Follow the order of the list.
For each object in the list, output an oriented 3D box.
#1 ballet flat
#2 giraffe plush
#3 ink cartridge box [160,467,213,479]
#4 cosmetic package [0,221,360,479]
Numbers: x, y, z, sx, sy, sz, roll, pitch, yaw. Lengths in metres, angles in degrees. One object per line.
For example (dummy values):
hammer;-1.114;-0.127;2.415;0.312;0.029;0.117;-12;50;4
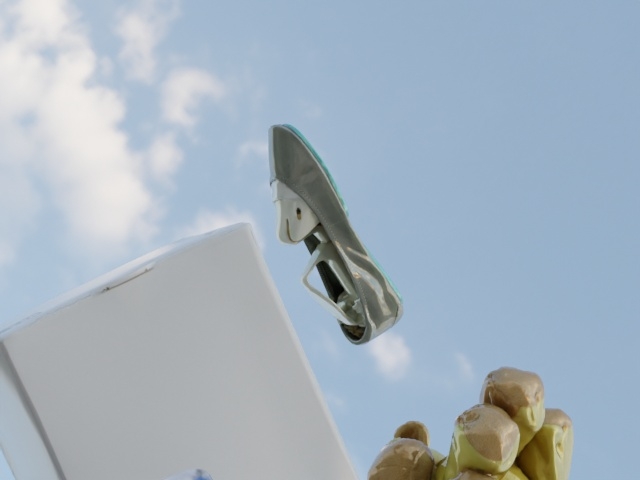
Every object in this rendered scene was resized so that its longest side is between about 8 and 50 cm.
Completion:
ballet flat;0.000;0.000;1.341;0.213;0.068;0.072;58;-23;-18
giraffe plush;0.117;0.217;1.351;0.170;0.181;0.210;2;-51;34
ink cartridge box;-0.163;0.315;0.708;0.151;0.270;0.395;50;-42;30
cosmetic package;-0.093;0.203;1.170;0.156;0.217;0.385;-17;-84;64
